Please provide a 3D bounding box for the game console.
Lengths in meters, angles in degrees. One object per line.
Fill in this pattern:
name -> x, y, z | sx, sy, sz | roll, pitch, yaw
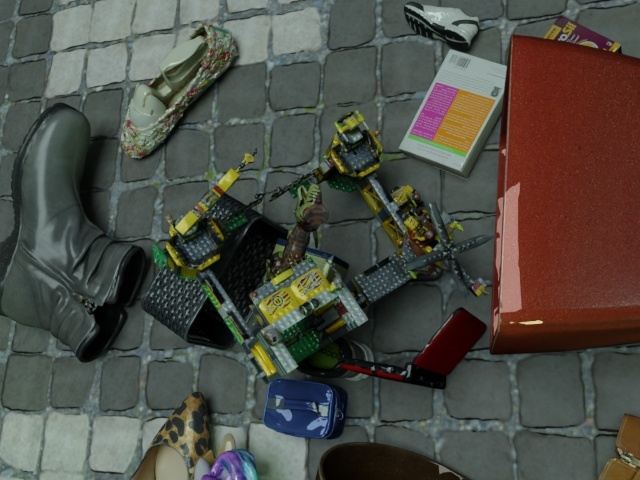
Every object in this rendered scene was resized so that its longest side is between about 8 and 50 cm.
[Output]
game console -> 0.105, 0.116, 0.838 | 0.124, 0.144, 0.085 | 7, 79, 25

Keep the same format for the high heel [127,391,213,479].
high heel -> -0.221, 0.304, 0.904 | 0.093, 0.186, 0.261 | 12, 82, 30

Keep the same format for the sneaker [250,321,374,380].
sneaker -> -0.022, 0.129, 0.927 | 0.170, 0.075, 0.063 | 13, 82, 26

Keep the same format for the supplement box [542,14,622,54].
supplement box -> 0.304, -0.219, 0.895 | 0.083, 0.043, 0.055 | 38, 94, 27

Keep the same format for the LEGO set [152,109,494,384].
LEGO set -> 0.000, 0.000, 0.809 | 0.331, 0.192, 0.254 | -23, 81, -17

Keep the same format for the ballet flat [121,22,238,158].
ballet flat -> -0.223, -0.225, 1.105 | 0.241, 0.077, 0.091 | -48, 65, 6

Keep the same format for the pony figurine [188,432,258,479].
pony figurine -> -0.154, 0.396, 0.777 | 0.303, 0.351, 0.363 | 3, 82, 12

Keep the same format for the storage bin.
storage bin -> -0.129, 0.039, 0.970 | 0.084, 0.122, 0.180 | 31, 90, 26

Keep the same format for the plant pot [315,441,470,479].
plant pot -> 0.062, 0.363, 0.775 | 0.215, 0.215, 0.230 | 25, 101, 27

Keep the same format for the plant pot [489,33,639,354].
plant pot -> 0.294, -0.023, 0.744 | 0.236, 0.267, 0.267 | 3, 78, 11

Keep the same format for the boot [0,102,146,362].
boot -> -0.339, -0.014, 1.094 | 0.223, 0.118, 0.338 | 18, 95, 23

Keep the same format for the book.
book -> 0.171, -0.160, 0.945 | 0.096, 0.035, 0.144 | 27, 88, 30

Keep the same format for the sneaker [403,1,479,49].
sneaker -> 0.157, -0.285, 0.984 | 0.109, 0.040, 0.043 | 33, 75, 23

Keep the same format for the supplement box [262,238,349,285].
supplement box -> -0.022, 0.052, 0.957 | 0.083, 0.056, 0.083 | 16, 83, 26

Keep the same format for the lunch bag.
lunch bag -> -0.016, 0.203, 0.911 | 0.099, 0.065, 0.067 | 2, 77, 24

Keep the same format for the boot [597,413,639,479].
boot -> 0.341, 0.278, 0.738 | 0.152, 0.073, 0.197 | 18, 72, 25
